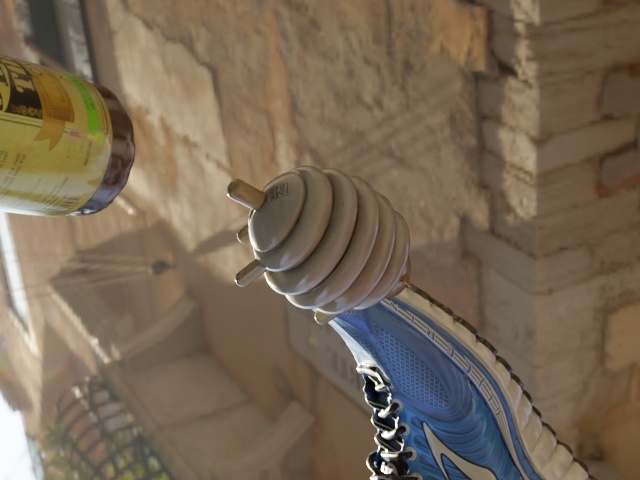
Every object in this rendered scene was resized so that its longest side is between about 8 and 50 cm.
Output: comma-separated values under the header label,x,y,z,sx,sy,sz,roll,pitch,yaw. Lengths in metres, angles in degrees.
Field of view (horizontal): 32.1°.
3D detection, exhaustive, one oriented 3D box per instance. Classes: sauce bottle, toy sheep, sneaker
label,x,y,z,sx,sy,sz,roll,pitch,yaw
sauce bottle,-0.262,-0.078,0.708,0.111,0.111,0.344,9,-178,29
toy sheep,0.000,0.000,0.636,0.132,0.091,0.091,24,-172,-33
sneaker,0.087,0.151,0.842,0.147,0.330,0.130,-41,-167,-5
